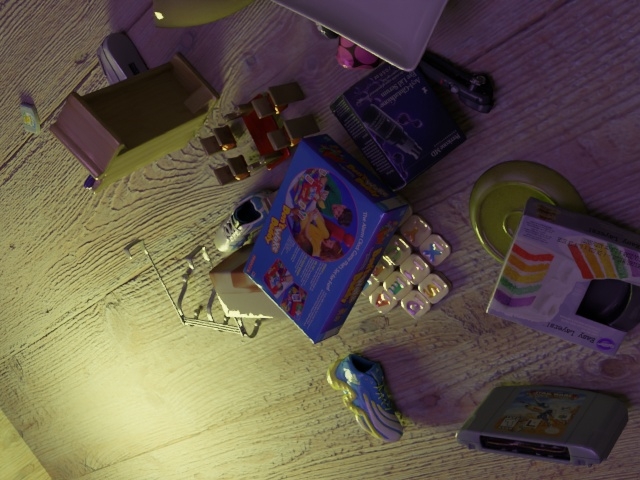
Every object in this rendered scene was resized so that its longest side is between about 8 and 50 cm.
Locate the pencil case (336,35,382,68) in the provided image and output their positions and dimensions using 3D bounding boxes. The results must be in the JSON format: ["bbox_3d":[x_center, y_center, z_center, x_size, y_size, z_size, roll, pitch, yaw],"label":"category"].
[{"bbox_3d":[0.092,-0.416,1.620,0.098,0.095,0.209,1,132,-14],"label":"pencil case"}]

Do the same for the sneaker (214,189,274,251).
[{"bbox_3d":[-0.188,-0.045,2.064,0.237,0.086,0.085,-39,68,42],"label":"sneaker"}]

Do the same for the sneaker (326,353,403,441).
[{"bbox_3d":[0.120,0.366,2.092,0.240,0.091,0.126,44,134,8],"label":"sneaker"}]

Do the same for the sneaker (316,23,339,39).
[{"bbox_3d":[0.031,-0.456,1.660,0.076,0.065,0.166,13,126,26],"label":"sneaker"}]

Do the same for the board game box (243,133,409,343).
[{"bbox_3d":[0.000,0.000,1.748,0.233,0.078,0.347,44,127,24],"label":"board game box"}]

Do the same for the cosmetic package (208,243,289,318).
[{"bbox_3d":[-0.094,0.089,2.029,0.296,0.153,0.129,-3,116,41],"label":"cosmetic package"}]

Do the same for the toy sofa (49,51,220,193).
[{"bbox_3d":[-0.401,-0.258,1.909,0.150,0.362,0.177,47,130,3],"label":"toy sofa"}]

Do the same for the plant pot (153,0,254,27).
[{"bbox_3d":[-0.205,-0.538,1.678,0.191,0.284,0.284,5,128,-7],"label":"plant pot"}]

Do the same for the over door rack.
[{"bbox_3d":[-0.306,0.107,2.226,0.240,0.108,0.324,5,140,36],"label":"over door rack"}]

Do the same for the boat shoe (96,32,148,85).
[{"bbox_3d":[-0.443,-0.349,2.073,0.088,0.096,0.267,-22,101,48],"label":"boat shoe"}]

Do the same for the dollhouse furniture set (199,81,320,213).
[{"bbox_3d":[-0.097,-0.186,1.911,0.262,0.135,0.259,-28,87,44],"label":"dollhouse furniture set"}]

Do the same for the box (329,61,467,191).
[{"bbox_3d":[0.142,-0.218,1.638,0.207,0.153,0.108,53,167,-3],"label":"box"}]

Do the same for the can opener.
[{"bbox_3d":[0.233,-0.294,1.604,0.186,0.059,0.073,34,133,15],"label":"can opener"}]

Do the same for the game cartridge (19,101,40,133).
[{"bbox_3d":[-0.788,-0.331,2.408,0.056,0.017,0.083,15,126,26],"label":"game cartridge"}]

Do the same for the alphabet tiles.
[{"bbox_3d":[0.148,0.036,1.909,0.284,0.021,0.278,46,135,4],"label":"alphabet tiles"}]

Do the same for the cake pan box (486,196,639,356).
[{"bbox_3d":[0.464,0.072,1.617,0.267,0.070,0.245,20,131,8],"label":"cake pan box"}]

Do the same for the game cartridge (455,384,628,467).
[{"bbox_3d":[0.442,0.360,1.760,0.297,0.198,0.062,-1,116,38],"label":"game cartridge"}]

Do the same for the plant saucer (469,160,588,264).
[{"bbox_3d":[0.383,-0.033,1.670,0.241,0.037,0.241,20,128,27],"label":"plant saucer"}]

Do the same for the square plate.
[{"bbox_3d":[0.096,-0.510,1.498,0.347,0.049,0.344,32,103,18],"label":"square plate"}]
